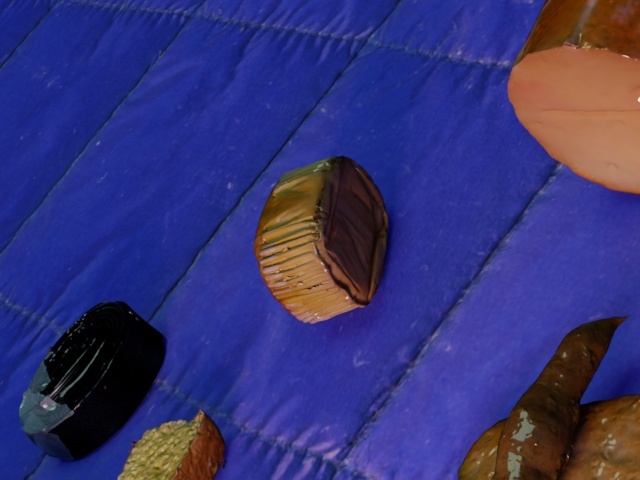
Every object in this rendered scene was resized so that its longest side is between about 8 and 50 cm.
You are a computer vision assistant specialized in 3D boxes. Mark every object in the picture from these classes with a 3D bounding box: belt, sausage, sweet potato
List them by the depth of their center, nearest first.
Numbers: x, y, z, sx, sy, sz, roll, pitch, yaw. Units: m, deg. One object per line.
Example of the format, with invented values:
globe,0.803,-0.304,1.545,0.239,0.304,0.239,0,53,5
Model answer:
sweet potato,0.191,0.167,1.624,0.067,0.067,0.274,4,57,53
sausage,0.336,-0.215,1.806,0.233,0.233,0.287,-4,49,48
belt,-0.278,0.167,2.237,0.151,0.078,0.198,9,61,53

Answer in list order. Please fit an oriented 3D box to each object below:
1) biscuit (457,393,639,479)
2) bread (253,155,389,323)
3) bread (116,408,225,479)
biscuit,0.220,0.194,1.645,0.247,0.029,0.118,-15,48,41
bread,0.000,0.000,2.046,0.114,0.132,0.190,-22,34,33
bread,-0.175,0.269,2.001,0.103,0.065,0.187,-8,48,48
